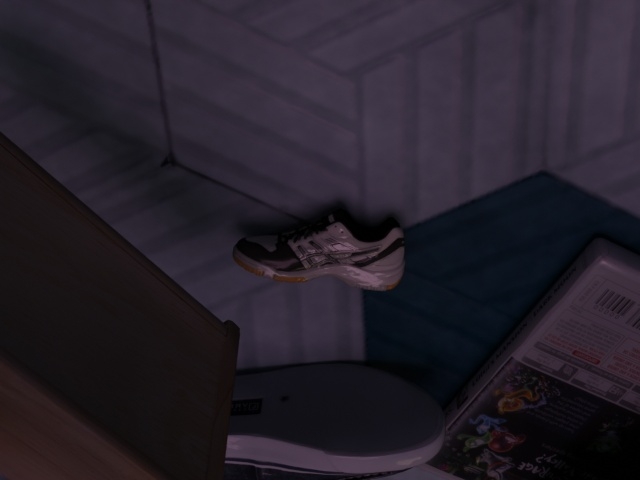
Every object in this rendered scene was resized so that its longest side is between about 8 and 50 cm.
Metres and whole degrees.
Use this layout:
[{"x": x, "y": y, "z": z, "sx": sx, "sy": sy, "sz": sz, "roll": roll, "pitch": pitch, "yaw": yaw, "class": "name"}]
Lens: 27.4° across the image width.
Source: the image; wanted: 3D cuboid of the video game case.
[{"x": 0.175, "y": 0.097, "z": 0.701, "sx": 0.190, "sy": 0.022, "sz": 0.173, "roll": 24, "pitch": 125, "yaw": -16, "class": "video game case"}]

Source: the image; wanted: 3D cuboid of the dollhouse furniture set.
[{"x": -0.225, "y": 0.120, "z": 0.562, "sx": 0.355, "sy": 0.303, "sz": 0.174, "roll": -32, "pitch": 121, "yaw": 26, "class": "dollhouse furniture set"}]

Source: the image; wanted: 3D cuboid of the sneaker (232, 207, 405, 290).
[{"x": 0.000, "y": 0.000, "z": 0.632, "sx": 0.083, "sy": 0.032, "sz": 0.037, "roll": 4, "pitch": 115, "yaw": -6, "class": "sneaker"}]

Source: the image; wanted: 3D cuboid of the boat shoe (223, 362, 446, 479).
[{"x": -0.022, "y": 0.116, "z": 0.704, "sx": 0.183, "sy": 0.065, "sz": 0.083, "roll": 0, "pitch": 130, "yaw": 12, "class": "boat shoe"}]
